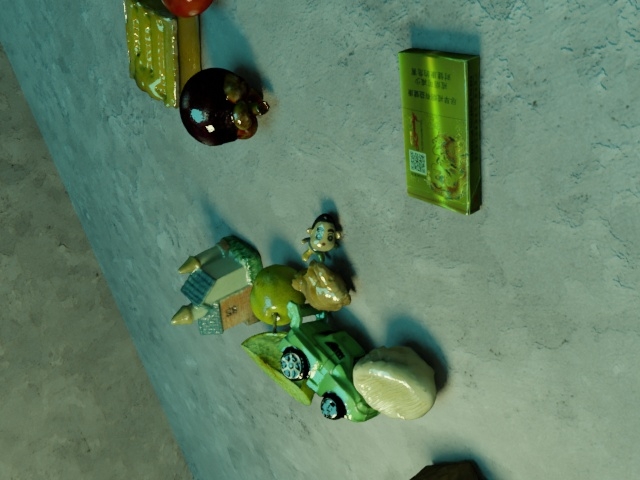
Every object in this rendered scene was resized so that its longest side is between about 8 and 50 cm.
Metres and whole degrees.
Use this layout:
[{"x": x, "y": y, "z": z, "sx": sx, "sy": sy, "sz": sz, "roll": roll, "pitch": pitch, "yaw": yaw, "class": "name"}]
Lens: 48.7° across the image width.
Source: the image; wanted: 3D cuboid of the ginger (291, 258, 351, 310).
[{"x": 0.003, "y": 0.129, "z": 1.904, "sx": 0.157, "sy": 0.102, "sz": 0.216, "roll": 39, "pitch": 160, "yaw": -9, "class": "ginger"}]

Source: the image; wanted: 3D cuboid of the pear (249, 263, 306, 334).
[{"x": -0.124, "y": 0.172, "z": 2.035, "sx": 0.166, "sy": 0.216, "sz": 0.180, "roll": 28, "pitch": 126, "yaw": -17, "class": "pear"}]

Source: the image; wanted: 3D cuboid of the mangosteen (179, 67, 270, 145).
[{"x": -0.244, "y": -0.349, "z": 1.857, "sx": 0.250, "sy": 0.211, "sz": 0.211, "roll": 4, "pitch": 120, "yaw": 21, "class": "mangosteen"}]

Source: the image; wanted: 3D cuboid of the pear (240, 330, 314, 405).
[{"x": -0.087, "y": 0.408, "z": 2.226, "sx": 0.288, "sy": 0.139, "sz": 0.239, "roll": 29, "pitch": 149, "yaw": 36, "class": "pear"}]

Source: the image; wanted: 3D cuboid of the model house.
[{"x": -0.359, "y": 0.170, "z": 2.253, "sx": 0.194, "sy": 0.325, "sz": 0.267, "roll": 31, "pitch": 135, "yaw": 38, "class": "model house"}]

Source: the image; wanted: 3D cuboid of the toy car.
[{"x": 0.033, "y": 0.331, "z": 1.937, "sx": 0.358, "sy": 0.213, "sz": 0.176, "roll": 41, "pitch": 111, "yaw": 28, "class": "toy car"}]

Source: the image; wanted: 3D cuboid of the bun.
[{"x": 0.192, "y": 0.342, "z": 1.766, "sx": 0.231, "sy": 0.133, "sz": 0.231, "roll": 22, "pitch": 144, "yaw": 17, "class": "bun"}]

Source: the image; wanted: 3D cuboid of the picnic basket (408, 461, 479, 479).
[{"x": 0.287, "y": 0.737, "z": 1.752, "sx": 0.291, "sy": 0.321, "sz": 0.254, "roll": 59, "pitch": 144, "yaw": 3, "class": "picnic basket"}]

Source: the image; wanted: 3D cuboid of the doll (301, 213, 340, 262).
[{"x": 0.000, "y": 0.000, "z": 1.850, "sx": 0.179, "sy": 0.102, "sz": 0.089, "roll": 103, "pitch": 170, "yaw": -46, "class": "doll"}]

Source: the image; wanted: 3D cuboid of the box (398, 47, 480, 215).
[{"x": 0.236, "y": -0.215, "z": 1.397, "sx": 0.173, "sy": 0.043, "sz": 0.311, "roll": 23, "pitch": 130, "yaw": 46, "class": "box"}]

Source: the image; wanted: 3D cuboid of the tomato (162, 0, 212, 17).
[{"x": -0.345, "y": -0.674, "z": 1.809, "sx": 0.195, "sy": 0.136, "sz": 0.195, "roll": 36, "pitch": 142, "yaw": 36, "class": "tomato"}]

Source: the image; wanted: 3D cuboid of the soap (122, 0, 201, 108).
[{"x": -0.461, "y": -0.560, "z": 2.049, "sx": 0.259, "sy": 0.143, "sz": 0.281, "roll": 36, "pitch": 139, "yaw": 30, "class": "soap"}]
